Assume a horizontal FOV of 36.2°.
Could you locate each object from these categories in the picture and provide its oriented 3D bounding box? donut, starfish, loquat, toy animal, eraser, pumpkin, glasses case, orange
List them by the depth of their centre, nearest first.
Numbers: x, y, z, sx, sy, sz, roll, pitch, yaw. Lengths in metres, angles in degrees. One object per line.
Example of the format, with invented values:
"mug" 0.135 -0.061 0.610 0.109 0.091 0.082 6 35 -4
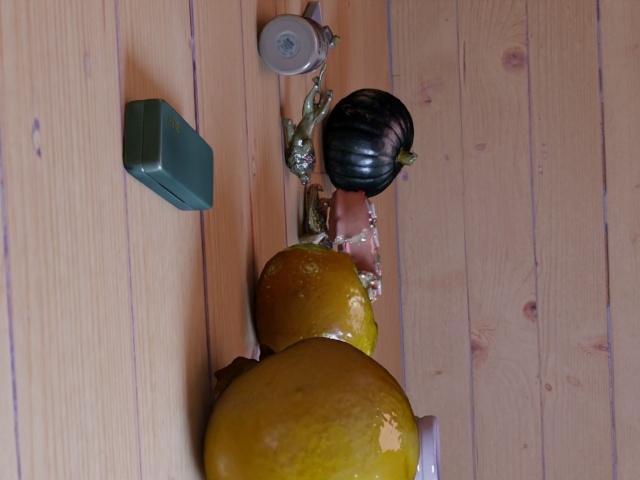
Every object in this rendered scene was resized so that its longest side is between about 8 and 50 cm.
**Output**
"glasses case" -0.159 -0.087 1.054 0.184 0.040 0.077 47 42 -75
"loquat" -0.021 0.247 1.197 0.275 0.275 0.274 -2 90 -80
"orange" -0.006 0.129 1.473 0.158 0.179 0.237 -84 169 -51
"toy animal" -0.024 -0.203 1.700 0.086 0.069 0.219 -30 141 -62
"donut" 0.067 0.007 1.849 0.199 0.085 0.232 -86 169 -52
"starfish" -0.002 0.001 1.876 0.216 0.071 0.238 53 25 -64
"eraser" -0.016 -0.414 1.986 0.150 0.023 0.103 -75 160 -59
"pumpkin" 0.114 -0.209 2.161 0.250 0.216 0.249 -50 153 -37

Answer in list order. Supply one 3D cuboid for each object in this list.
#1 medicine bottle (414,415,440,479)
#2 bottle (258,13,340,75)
"medicine bottle" 0.083 0.374 1.721 0.133 0.250 0.133 -3 90 -79
"bottle" -0.030 -0.329 1.637 0.209 0.110 0.097 -50 123 -75
